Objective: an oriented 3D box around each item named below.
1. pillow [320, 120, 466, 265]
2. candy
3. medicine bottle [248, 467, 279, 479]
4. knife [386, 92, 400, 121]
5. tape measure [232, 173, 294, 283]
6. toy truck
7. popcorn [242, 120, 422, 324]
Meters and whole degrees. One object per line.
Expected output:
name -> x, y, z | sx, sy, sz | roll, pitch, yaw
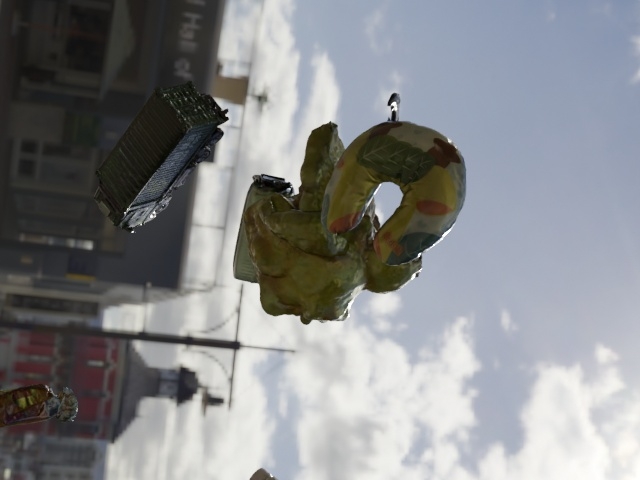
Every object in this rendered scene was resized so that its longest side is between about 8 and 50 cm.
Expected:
pillow -> 0.114, -0.076, 1.671 | 0.233, 0.086, 0.214 | 32, -85, 35
candy -> -0.379, 0.208, 1.374 | 0.046, 0.182, 0.053 | -17, -101, 47
medicine bottle -> -0.095, 0.482, 2.128 | 0.089, 0.052, 0.052 | 39, -48, 26
knife -> 0.123, -0.200, 1.901 | 0.222, 0.021, 0.046 | 81, 30, -69
tape measure -> -0.106, -0.042, 2.274 | 0.207, 0.115, 0.235 | -88, -169, -71
toy truck -> -0.241, -0.117, 1.623 | 0.088, 0.121, 0.259 | 51, -54, 11
popcorn -> -0.010, -0.006, 1.978 | 0.321, 0.290, 0.325 | 56, 10, 0
